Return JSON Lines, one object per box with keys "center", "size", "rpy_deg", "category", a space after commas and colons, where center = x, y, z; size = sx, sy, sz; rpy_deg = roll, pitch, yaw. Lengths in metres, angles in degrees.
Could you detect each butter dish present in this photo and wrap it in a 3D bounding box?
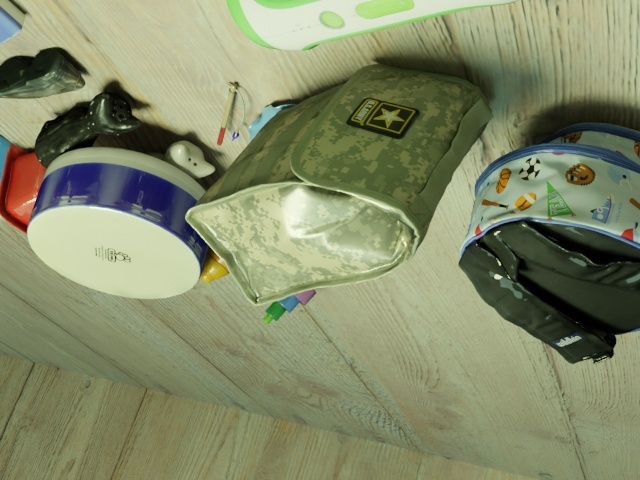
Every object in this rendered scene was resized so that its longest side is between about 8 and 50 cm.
{"center": [-0.445, -0.082, 1.546], "size": [0.118, 0.160, 0.160], "rpy_deg": [-22, 140, 25], "category": "butter dish"}

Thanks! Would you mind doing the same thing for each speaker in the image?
{"center": [0.056, -0.242, 0.781], "size": [0.296, 0.131, 0.131], "rpy_deg": [-2, 149, 41], "category": "speaker"}

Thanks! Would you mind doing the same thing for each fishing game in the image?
{"center": [-0.009, -0.123, 1.223], "size": [0.264, 0.041, 0.189], "rpy_deg": [25, 150, 0], "category": "fishing game"}

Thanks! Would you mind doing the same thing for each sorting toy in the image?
{"center": [-0.112, 0.063, 1.556], "size": [0.127, 0.126, 0.365], "rpy_deg": [39, 172, 26], "category": "sorting toy"}

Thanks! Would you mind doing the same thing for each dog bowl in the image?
{"center": [-0.295, -0.019, 1.377], "size": [0.265, 0.104, 0.265], "rpy_deg": [7, 149, 4], "category": "dog bowl"}

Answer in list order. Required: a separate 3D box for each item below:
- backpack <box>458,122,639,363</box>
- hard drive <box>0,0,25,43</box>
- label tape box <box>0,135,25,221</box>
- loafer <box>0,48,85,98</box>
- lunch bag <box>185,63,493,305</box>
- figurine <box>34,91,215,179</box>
{"center": [0.298, -0.010, 1.024], "size": [0.263, 0.213, 0.276], "rpy_deg": [16, 153, -16], "category": "backpack"}
{"center": [-0.545, -0.319, 1.089], "size": [0.210, 0.040, 0.319], "rpy_deg": [-21, 141, 22], "category": "hard drive"}
{"center": [-0.681, -0.132, 1.632], "size": [0.334, 0.106, 0.240], "rpy_deg": [0, 151, 37], "category": "label tape box"}
{"center": [-0.400, -0.218, 1.279], "size": [0.170, 0.062, 0.061], "rpy_deg": [2, 157, 38], "category": "loafer"}
{"center": [0.032, -0.072, 1.015], "size": [0.287, 0.235, 0.169], "rpy_deg": [-15, 119, 41], "category": "lunch bag"}
{"center": [-0.283, -0.131, 1.361], "size": [0.215, 0.092, 0.209], "rpy_deg": [31, 150, -30], "category": "figurine"}
